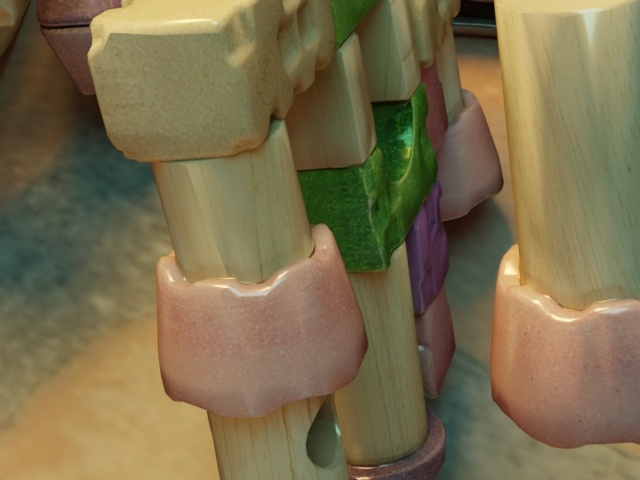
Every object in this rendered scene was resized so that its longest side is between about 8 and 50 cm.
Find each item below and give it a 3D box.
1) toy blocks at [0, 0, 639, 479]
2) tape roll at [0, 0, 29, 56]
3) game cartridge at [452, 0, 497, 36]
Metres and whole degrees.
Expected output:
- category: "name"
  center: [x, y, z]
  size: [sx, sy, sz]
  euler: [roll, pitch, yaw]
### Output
- category: "toy blocks"
  center: [0.000, 0.000, 0.550]
  size: [0.308, 0.260, 0.288]
  euler: [0, 28, 19]
- category: "tape roll"
  center: [-0.225, -0.195, 0.626]
  size: [0.169, 0.246, 0.246]
  euler: [8, 61, 4]
- category: "game cartridge"
  center: [0.157, -0.203, 0.739]
  size: [0.355, 0.068, 0.230]
  euler: [4, 65, 3]
